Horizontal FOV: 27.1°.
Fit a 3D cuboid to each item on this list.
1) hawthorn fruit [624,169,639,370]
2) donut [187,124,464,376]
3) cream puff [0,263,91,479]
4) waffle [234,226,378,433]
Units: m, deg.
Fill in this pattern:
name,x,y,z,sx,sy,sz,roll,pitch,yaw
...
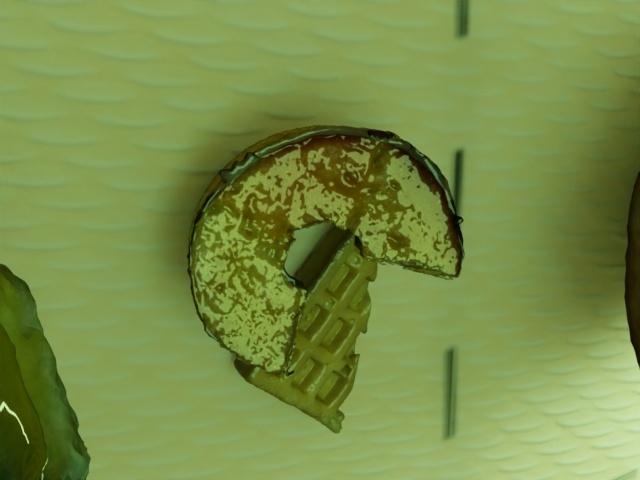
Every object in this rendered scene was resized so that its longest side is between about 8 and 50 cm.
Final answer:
name,x,y,z,sx,sy,sz,roll,pitch,yaw
hawthorn fruit,0.415,-0.003,0.989,0.403,0.403,0.402,-17,123,-27
donut,-0.007,-0.009,0.858,0.181,0.078,0.146,-29,111,-2
cream puff,-0.301,0.100,0.626,0.378,0.275,0.378,1,86,-24
waffle,0.032,0.041,0.955,0.191,0.032,0.125,-52,130,2
